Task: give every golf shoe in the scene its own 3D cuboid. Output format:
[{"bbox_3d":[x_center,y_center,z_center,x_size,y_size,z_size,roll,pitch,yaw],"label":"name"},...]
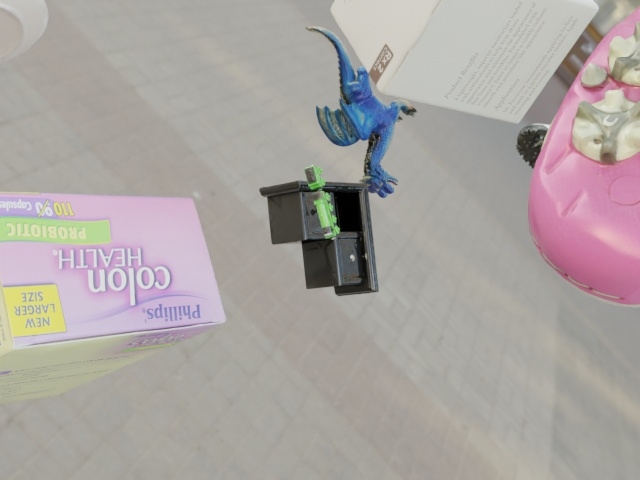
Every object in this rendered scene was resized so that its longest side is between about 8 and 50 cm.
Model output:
[{"bbox_3d":[0.334,-0.121,1.241,0.198,0.077,0.094,12,52,-11],"label":"golf shoe"},{"bbox_3d":[0.201,-0.053,0.386,0.115,0.306,0.140,42,-24,34],"label":"golf shoe"}]

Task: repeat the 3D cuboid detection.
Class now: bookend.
[{"bbox_3d":[0.000,0.000,1.373,0.157,0.072,0.156,0,84,-52],"label":"bookend"}]

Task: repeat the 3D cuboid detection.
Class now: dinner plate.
[{"bbox_3d":[-0.315,-0.190,0.896,0.141,0.141,0.017,16,51,-55],"label":"dinner plate"}]

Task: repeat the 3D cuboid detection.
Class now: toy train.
[{"bbox_3d":[0.001,-0.041,1.067,0.023,0.017,0.083,0,73,-70],"label":"toy train"}]

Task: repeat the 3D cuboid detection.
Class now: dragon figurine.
[{"bbox_3d":[0.053,-0.202,1.577,0.289,0.144,0.085,51,-25,-17],"label":"dragon figurine"}]

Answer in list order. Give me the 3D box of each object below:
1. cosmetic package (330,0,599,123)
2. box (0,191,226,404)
[{"bbox_3d":[0.140,-0.231,1.001,0.183,0.151,0.151,8,40,-34],"label":"cosmetic package"},{"bbox_3d":[-0.246,0.058,0.831,0.213,0.243,0.117,-1,72,-52],"label":"box"}]
